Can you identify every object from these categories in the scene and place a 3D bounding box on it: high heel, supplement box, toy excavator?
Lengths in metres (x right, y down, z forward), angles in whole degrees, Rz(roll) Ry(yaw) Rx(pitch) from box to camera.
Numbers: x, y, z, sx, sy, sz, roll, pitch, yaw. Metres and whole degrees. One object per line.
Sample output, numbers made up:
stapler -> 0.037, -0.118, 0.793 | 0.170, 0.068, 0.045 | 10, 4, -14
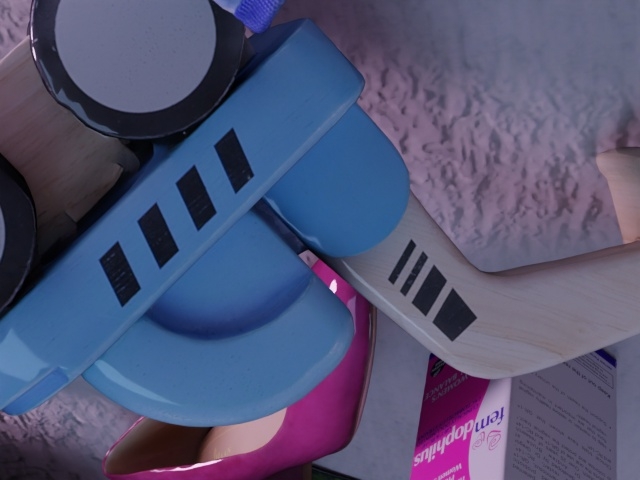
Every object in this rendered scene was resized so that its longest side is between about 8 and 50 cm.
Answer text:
high heel -> -0.071, 0.123, 0.930 | 0.181, 0.127, 0.377 | 9, 136, -10
supplement box -> 0.144, 0.165, 0.864 | 0.114, 0.220, 0.111 | 35, 129, -18
toy excavator -> 0.000, 0.000, 0.714 | 0.433, 0.222, 0.445 | -44, 106, -6

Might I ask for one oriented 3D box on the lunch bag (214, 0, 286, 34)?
lunch bag -> -0.033, -0.339, 0.449 | 0.328, 0.238, 0.385 | 31, 138, -12

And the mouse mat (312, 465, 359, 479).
mouse mat -> 0.044, 0.288, 1.144 | 0.190, 0.007, 0.152 | 20, 133, -4
